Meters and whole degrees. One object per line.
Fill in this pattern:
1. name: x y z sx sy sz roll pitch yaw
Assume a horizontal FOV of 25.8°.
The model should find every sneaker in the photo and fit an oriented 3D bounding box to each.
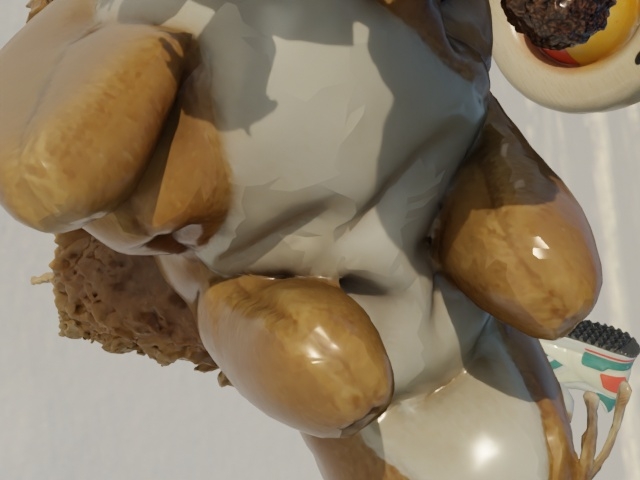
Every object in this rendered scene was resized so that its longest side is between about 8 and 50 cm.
1. sneaker: 0.180 0.095 1.163 0.057 0.161 0.075 -37 140 -60

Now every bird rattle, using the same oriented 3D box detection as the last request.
1. bird rattle: 0.170 -0.190 0.946 0.143 0.253 0.207 -1 91 -58

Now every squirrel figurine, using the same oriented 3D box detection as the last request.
1. squirrel figurine: 0.000 0.000 0.753 0.397 0.281 0.370 27 -29 58

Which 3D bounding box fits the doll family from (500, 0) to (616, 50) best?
1. doll family: 0.013 -0.159 0.501 0.118 0.263 0.163 74 34 -58
